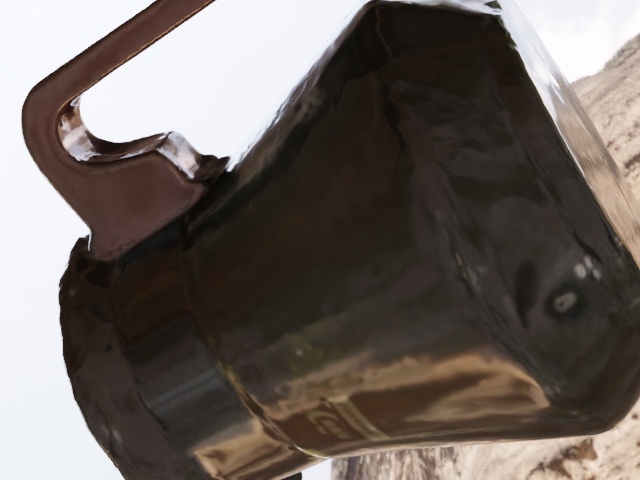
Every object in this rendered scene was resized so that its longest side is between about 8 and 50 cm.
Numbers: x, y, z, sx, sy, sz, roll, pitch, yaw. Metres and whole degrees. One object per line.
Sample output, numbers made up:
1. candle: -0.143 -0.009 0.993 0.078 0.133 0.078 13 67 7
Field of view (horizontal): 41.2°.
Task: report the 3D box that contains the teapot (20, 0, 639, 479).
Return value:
1. teapot: 0.000 0.000 0.567 0.361 0.306 0.376 -30 -70 22
